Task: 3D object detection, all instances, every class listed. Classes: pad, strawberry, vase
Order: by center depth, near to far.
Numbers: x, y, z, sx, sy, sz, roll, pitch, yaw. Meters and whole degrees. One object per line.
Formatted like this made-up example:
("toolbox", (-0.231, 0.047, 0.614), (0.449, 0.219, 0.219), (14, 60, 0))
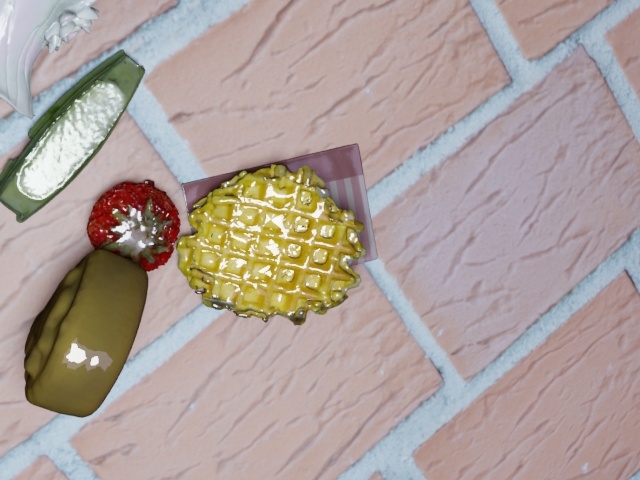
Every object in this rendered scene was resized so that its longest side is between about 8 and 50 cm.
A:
("vase", (-0.364, -0.382, 1.164), (0.250, 0.250, 0.445), (29, 92, -21))
("strawberry", (-0.272, -0.017, 1.318), (0.145, 0.086, 0.145), (-3, 99, -17))
("pad", (-0.058, -0.028, 1.434), (0.299, 0.005, 0.202), (-14, 102, -17))

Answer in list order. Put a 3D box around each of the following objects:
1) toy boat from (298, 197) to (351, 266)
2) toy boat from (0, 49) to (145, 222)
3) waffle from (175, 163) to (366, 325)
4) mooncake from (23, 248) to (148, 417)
("toy boat", (0.000, -0.012, 1.435), (0.149, 0.034, 0.105), (22, 95, -19))
("toy boat", (-0.358, -0.152, 1.283), (0.093, 0.055, 0.293), (41, 83, -22))
("waffle", (-0.071, 0.018, 1.376), (0.280, 0.060, 0.262), (-33, 102, -1))
("mooncake", (-0.329, 0.121, 1.235), (0.117, 0.235, 0.235), (25, 89, -19))
